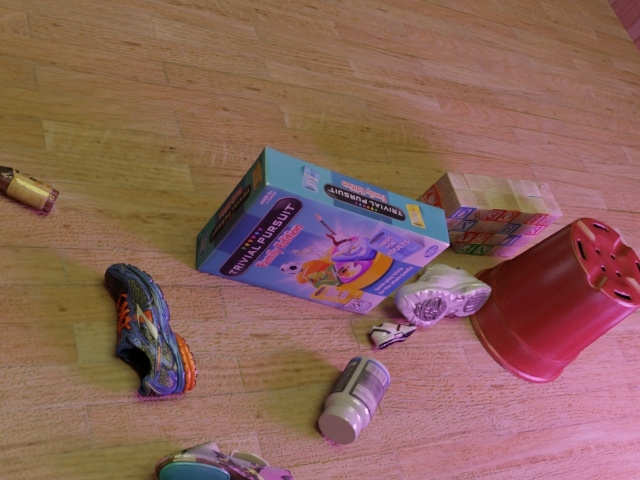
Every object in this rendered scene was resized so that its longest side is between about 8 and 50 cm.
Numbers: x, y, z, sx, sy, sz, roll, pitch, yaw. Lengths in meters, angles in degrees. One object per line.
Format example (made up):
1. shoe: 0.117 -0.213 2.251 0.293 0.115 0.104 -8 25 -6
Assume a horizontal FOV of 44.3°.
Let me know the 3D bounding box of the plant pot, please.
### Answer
1. plant pot: 0.481 0.107 1.570 0.273 0.265 0.272 20 48 -23

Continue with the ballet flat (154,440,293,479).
1. ballet flat: -0.130 0.323 1.095 0.222 0.077 0.079 25 28 -26

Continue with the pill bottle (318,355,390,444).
1. pill bottle: 0.054 0.257 1.270 0.078 0.078 0.137 41 43 -3

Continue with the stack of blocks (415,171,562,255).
1. stack of blocks: 0.337 -0.050 1.652 0.297 0.171 0.087 3 56 -34

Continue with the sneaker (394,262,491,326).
1. sneaker: 0.216 0.096 1.520 0.232 0.090 0.115 0 36 -41

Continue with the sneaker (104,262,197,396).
1. sneaker: -0.260 0.128 1.137 0.087 0.083 0.221 -20 67 -36

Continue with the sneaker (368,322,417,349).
1. sneaker: 0.133 0.163 1.430 0.109 0.040 0.043 -8 52 -46

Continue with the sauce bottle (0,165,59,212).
1. sauce bottle: -0.458 -0.086 1.178 0.128 0.042 0.042 29 45 -18

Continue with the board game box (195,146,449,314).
1. board game box: 0.000 0.000 1.301 0.336 0.254 0.079 17 50 -26
